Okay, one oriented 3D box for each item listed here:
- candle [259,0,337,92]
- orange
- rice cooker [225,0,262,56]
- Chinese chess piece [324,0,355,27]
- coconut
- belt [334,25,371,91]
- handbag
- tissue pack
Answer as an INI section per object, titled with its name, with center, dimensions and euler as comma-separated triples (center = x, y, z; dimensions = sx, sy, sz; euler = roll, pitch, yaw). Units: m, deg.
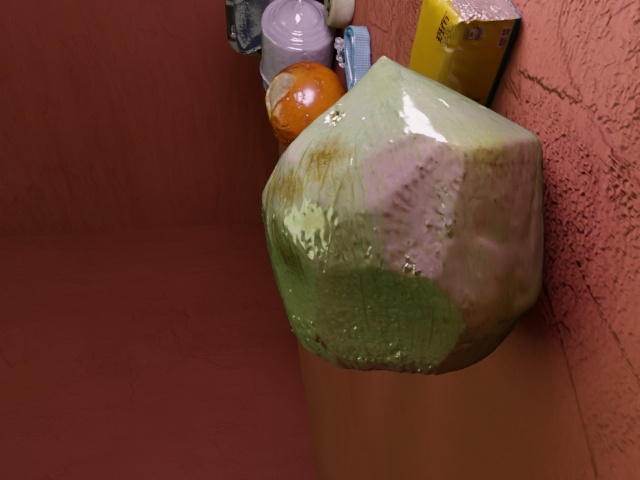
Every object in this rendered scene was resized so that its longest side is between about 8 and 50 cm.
[candle]
center = -0.066, -0.552, 1.502
dimensions = 0.342, 0.222, 0.221
euler = 101, 163, -66
[orange]
center = -0.035, -0.354, 1.403
dimensions = 0.240, 0.240, 0.239
euler = 176, 90, -81
[rice cooker]
center = -0.202, -0.879, 1.978
dimensions = 0.335, 0.336, 0.325
euler = -108, 17, -58
[Chinese chess piece]
center = 0.044, -0.606, 1.311
dimensions = 0.144, 0.059, 0.144
euler = 177, 90, -81
[coconut]
center = 0.080, -0.030, 0.564
dimensions = 0.329, 0.281, 0.328
euler = 17, 112, 50
[belt]
center = 0.078, -0.385, 1.184
dimensions = 0.100, 0.065, 0.179
euler = 178, 89, -71
[handbag]
center = -0.150, -0.793, 1.694
dimensions = 0.304, 0.122, 0.329
euler = -8, 93, 39
[tissue pack]
center = 0.160, -0.219, 0.639
dimensions = 0.169, 0.082, 0.119
euler = 97, 165, -51
